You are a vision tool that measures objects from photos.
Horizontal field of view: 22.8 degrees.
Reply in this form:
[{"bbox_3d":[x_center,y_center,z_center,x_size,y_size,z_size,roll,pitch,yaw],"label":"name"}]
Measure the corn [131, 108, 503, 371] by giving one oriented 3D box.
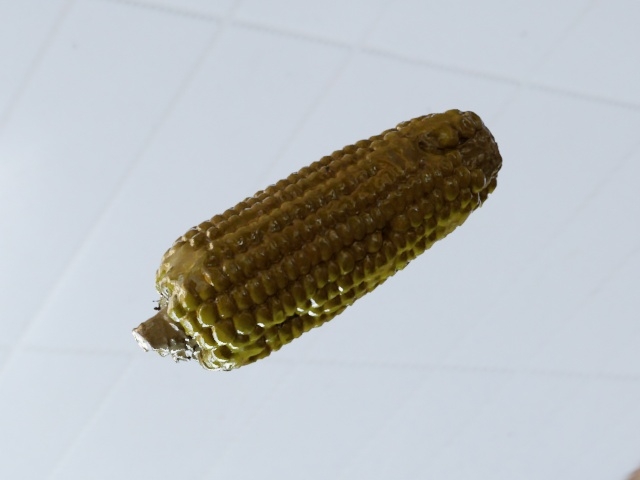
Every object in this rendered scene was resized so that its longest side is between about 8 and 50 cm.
[{"bbox_3d":[0.000,0.000,0.994,0.261,0.097,0.097,-30,149,-14],"label":"corn"}]
